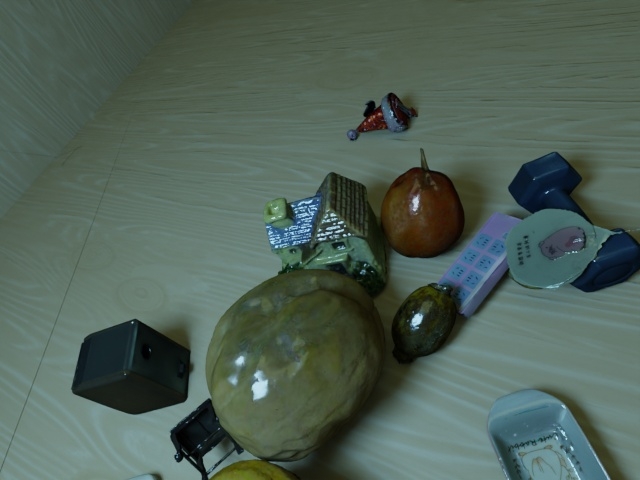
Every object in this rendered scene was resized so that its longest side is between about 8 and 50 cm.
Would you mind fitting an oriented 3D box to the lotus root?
[{"bbox_3d":[0.223,0.186,0.906,0.120,0.120,0.210,36,105,38],"label":"lotus root"}]

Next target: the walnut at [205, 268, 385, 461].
[{"bbox_3d":[-0.048,0.256,0.853,0.383,0.384,0.384,-12,52,16],"label":"walnut"}]

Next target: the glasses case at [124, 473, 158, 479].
[{"bbox_3d":[-0.472,0.615,0.968,0.204,0.051,0.081,-22,51,8],"label":"glasses case"}]

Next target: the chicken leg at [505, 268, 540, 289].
[{"bbox_3d":[0.452,0.045,0.952,0.093,0.070,0.178,-56,39,2],"label":"chicken leg"}]

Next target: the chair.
[{"bbox_3d":[-0.262,0.413,0.916,0.106,0.113,0.229,-37,22,-17],"label":"chair"}]

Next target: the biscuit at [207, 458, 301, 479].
[{"bbox_3d":[-0.137,0.502,0.651,0.296,0.102,0.296,-25,37,20],"label":"biscuit"}]

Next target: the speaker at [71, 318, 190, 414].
[{"bbox_3d":[-0.474,0.330,1.057,0.192,0.231,0.153,-19,51,12],"label":"speaker"}]

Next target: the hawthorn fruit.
[{"bbox_3d":[0.244,-0.089,1.006,0.210,0.263,0.211,-8,34,5],"label":"hawthorn fruit"}]

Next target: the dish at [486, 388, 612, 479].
[{"bbox_3d":[0.397,0.388,0.727,0.154,0.064,0.234,-22,51,9],"label":"dish"}]

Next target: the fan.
[{"bbox_3d":[0.519,-0.004,0.802,0.310,0.010,0.182,-18,55,38],"label":"fan"}]

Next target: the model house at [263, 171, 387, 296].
[{"bbox_3d":[0.000,0.000,1.061,0.321,0.266,0.261,-12,49,17],"label":"model house"}]

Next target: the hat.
[{"bbox_3d":[0.191,-0.398,1.377,0.227,0.129,0.140,-19,7,32],"label":"hat"}]

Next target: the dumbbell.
[{"bbox_3d":[0.557,-0.047,0.917,0.143,0.156,0.316,-2,50,-13],"label":"dumbbell"}]

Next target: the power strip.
[{"bbox_3d":[0.372,0.054,0.951,0.279,0.037,0.109,-51,32,-2],"label":"power strip"}]
